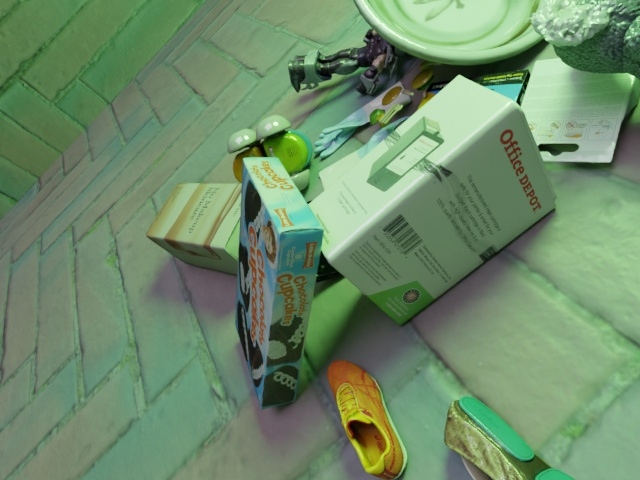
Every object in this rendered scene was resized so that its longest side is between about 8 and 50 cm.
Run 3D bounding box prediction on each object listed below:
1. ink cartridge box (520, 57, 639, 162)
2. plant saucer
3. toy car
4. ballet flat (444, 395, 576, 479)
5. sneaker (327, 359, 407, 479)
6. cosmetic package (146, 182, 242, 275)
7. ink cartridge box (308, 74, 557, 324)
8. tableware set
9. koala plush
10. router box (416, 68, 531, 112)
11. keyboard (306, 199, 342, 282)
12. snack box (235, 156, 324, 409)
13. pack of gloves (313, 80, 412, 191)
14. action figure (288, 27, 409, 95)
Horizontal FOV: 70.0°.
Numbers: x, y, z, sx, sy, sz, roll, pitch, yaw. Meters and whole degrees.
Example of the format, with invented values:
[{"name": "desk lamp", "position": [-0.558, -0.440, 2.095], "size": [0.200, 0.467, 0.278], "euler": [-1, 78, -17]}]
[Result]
[{"name": "ink cartridge box", "position": [0.365, -0.184, 0.660], "size": [0.145, 0.045, 0.179], "euler": [11, 77, 44]}, {"name": "plant saucer", "position": [0.246, -0.475, 0.846], "size": [0.400, 0.100, 0.400], "euler": [0, 74, 1]}, {"name": "toy car", "position": [-0.095, -0.177, 0.977], "size": [0.182, 0.159, 0.136], "euler": [-16, 14, 32]}, {"name": "ballet flat", "position": [0.204, 0.244, 0.453], "size": [0.206, 0.073, 0.067], "euler": [40, 115, 51]}, {"name": "sneaker", "position": [0.052, 0.217, 0.588], "size": [0.064, 0.067, 0.175], "euler": [-45, 40, 6]}, {"name": "cosmetic package", "position": [-0.211, -0.026, 0.948], "size": [0.296, 0.129, 0.153], "euler": [5, 62, 42]}, {"name": "ink cartridge box", "position": [0.145, -0.043, 0.608], "size": [0.273, 0.198, 0.115], "euler": [-40, 41, 8]}, {"name": "tableware set", "position": [0.157, -0.271, 0.854], "size": [0.154, 0.024, 0.104], "euler": [-48, 27, 6]}, {"name": "koala plush", "position": [0.375, -0.247, 0.531], "size": [0.221, 0.196, 0.203], "euler": [21, 114, 38]}, {"name": "router box", "position": [0.245, -0.211, 0.767], "size": [0.179, 0.046, 0.133], "euler": [9, 65, 45]}, {"name": "keyboard", "position": [0.000, 0.000, 0.835], "size": [0.100, 0.038, 0.192], "euler": [-13, 47, 3]}, {"name": "snack box", "position": [-0.073, 0.066, 0.661], "size": [0.187, 0.060, 0.322], "euler": [-122, 33, -48]}, {"name": "pack of gloves", "position": [0.079, -0.216, 0.914], "size": [0.232, 0.046, 0.195], "euler": [-31, 43, 19]}, {"name": "action figure", "position": [0.076, -0.404, 1.024], "size": [0.285, 0.099, 0.185], "euler": [-4, 49, 21]}]
